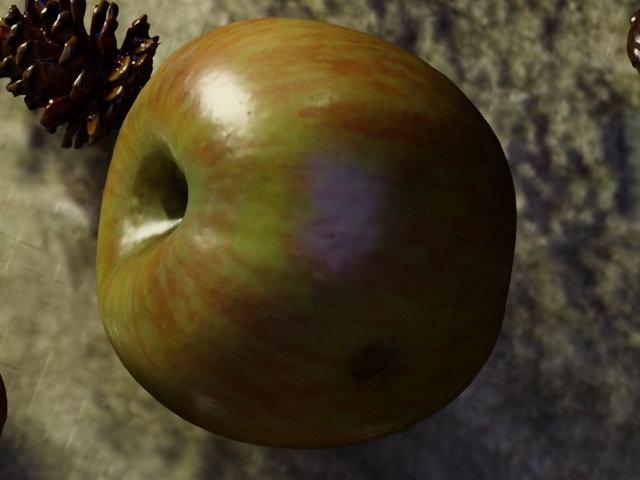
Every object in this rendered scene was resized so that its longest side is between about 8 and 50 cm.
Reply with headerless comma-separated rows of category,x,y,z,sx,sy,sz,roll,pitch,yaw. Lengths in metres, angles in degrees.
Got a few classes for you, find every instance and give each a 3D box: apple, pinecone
apple,0.000,0.000,1.037,0.264,0.264,0.264,4,76,-16
pinecone,-0.159,-0.110,1.101,0.109,0.102,0.102,16,72,13

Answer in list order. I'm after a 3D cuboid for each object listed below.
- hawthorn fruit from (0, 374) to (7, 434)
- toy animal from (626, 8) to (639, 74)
hawthorn fruit,-0.227,0.102,1.042,0.081,0.081,0.093,-36,119,-20
toy animal,0.305,-0.191,1.239,0.218,0.116,0.179,-40,91,-14
